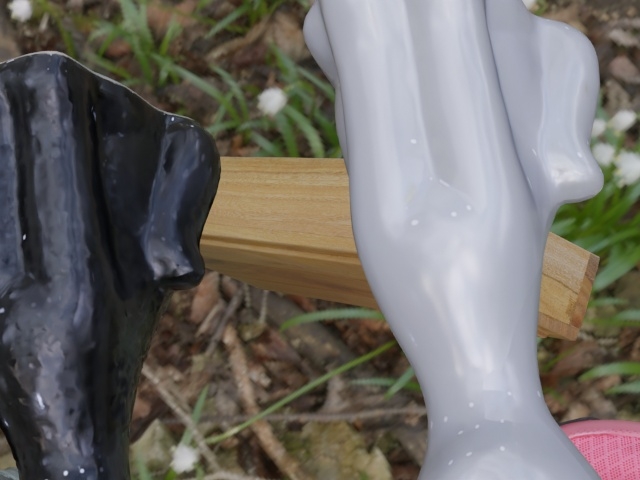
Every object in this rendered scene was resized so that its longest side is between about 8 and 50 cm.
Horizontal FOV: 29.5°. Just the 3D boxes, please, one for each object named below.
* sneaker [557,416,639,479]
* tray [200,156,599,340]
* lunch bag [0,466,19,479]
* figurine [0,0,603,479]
[{"bbox_3d":[0.201,0.165,0.516,0.313,0.116,0.136,32,5,35],"label":"sneaker"},{"bbox_3d":[0.000,0.000,0.999,0.202,0.411,0.076,24,80,-35],"label":"tray"},{"bbox_3d":[-0.244,0.324,0.871,0.256,0.212,0.305,11,41,-50],"label":"lunch bag"},{"bbox_3d":[-0.011,0.039,0.365,0.214,0.092,0.210,-12,69,16],"label":"figurine"}]
